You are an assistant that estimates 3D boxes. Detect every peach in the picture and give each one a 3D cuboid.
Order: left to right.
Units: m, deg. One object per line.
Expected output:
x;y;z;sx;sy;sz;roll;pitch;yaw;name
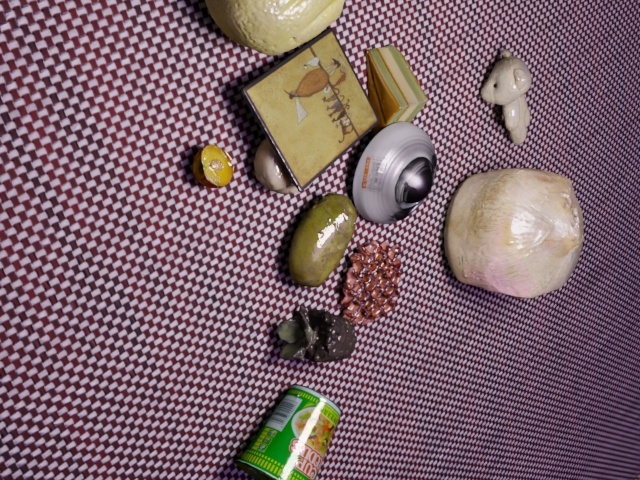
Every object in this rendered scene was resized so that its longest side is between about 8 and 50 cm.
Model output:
-0.231;-0.154;1.523;0.098;0.061;0.098;18;67;-52;peach

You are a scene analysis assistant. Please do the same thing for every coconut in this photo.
0.581;-0.024;2.066;0.404;0.404;0.405;-12;108;-39;coconut

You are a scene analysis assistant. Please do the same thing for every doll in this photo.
0.554;-0.407;2.128;0.149;0.175;0.278;-23;133;7;doll

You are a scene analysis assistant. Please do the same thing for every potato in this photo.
0.000;0.000;1.733;0.149;0.113;0.251;32;88;-49;potato

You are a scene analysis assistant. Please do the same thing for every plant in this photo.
-0.011;0.233;1.762;0.203;0.131;0.143;21;87;-52;plant

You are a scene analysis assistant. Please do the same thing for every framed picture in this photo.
-0.010;-0.301;1.632;0.338;0.014;0.255;-44;112;-37;framed picture

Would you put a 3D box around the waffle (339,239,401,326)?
0.136;0.111;1.917;0.221;0.055;0.235;-12;113;-41;waffle

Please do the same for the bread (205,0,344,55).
-0.079;-0.532;1.443;0.320;0.237;0.321;-12;111;-35;bread

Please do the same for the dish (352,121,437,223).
0.223;-0.150;1.837;0.273;0.133;0.274;-26;131;-34;dish

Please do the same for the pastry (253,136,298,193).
-0.077;-0.179;1.632;0.156;0.092;0.157;-12;108;-42;pastry

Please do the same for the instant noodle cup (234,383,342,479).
-0.066;0.480;1.750;0.207;0.207;0.233;49;60;-37;instant noodle cup

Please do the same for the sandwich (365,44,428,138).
0.164;-0.377;1.847;0.117;0.144;0.187;-21;78;-36;sandwich
